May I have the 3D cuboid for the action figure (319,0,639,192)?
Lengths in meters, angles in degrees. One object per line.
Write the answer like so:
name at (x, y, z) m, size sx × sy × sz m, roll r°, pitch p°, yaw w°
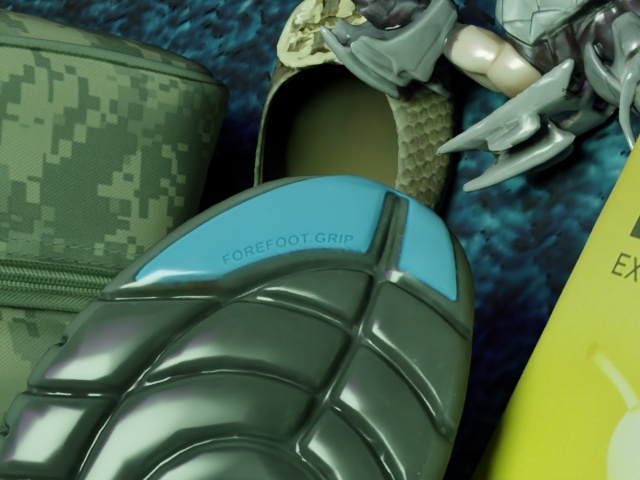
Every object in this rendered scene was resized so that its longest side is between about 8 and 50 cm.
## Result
action figure at (0.073, -0.140, 0.640) m, size 0.185 × 0.099 × 0.285 m, roll -31°, pitch 54°, yaw 12°

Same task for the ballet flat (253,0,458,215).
ballet flat at (0.000, 0.000, 0.654) m, size 0.084 × 0.058 × 0.250 m, roll -12°, pitch 61°, yaw 37°

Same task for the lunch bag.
lunch bag at (-0.203, 0.019, 0.719) m, size 0.305 × 0.212 × 0.256 m, roll 19°, pitch 98°, yaw 49°

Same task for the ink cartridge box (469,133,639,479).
ink cartridge box at (0.171, 0.062, 0.430) m, size 0.303 × 0.072 × 0.307 m, roll 23°, pitch 89°, yaw 55°

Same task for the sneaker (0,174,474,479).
sneaker at (-0.053, 0.138, 0.555) m, size 0.125 × 0.139 × 0.341 m, roll 27°, pitch 88°, yaw 15°
